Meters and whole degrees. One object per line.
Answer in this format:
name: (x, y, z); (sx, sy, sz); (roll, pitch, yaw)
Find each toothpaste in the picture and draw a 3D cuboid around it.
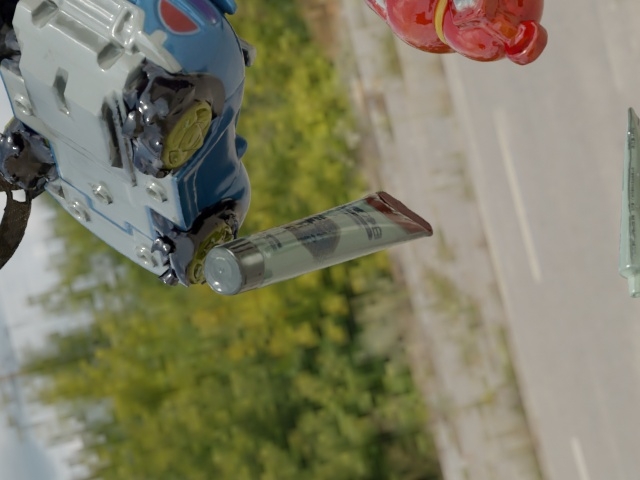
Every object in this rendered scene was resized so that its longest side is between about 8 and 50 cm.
toothpaste: (0.000, 0.000, 1.448); (0.062, 0.239, 0.039); (38, 120, 24)
toothpaste: (0.352, -0.040, 2.131); (0.064, 0.041, 0.218); (40, -132, -57)

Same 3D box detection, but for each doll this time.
doll: (0.125, -0.278, 1.884); (0.160, 0.182, 0.363); (27, -159, -40)

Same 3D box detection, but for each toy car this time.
toy car: (-0.131, -0.101, 1.385); (0.198, 0.166, 0.314); (33, 156, 21)

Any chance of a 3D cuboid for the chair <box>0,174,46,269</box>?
chair: (-0.314, -0.059, 1.617); (0.174, 0.213, 0.149); (41, -157, 18)
